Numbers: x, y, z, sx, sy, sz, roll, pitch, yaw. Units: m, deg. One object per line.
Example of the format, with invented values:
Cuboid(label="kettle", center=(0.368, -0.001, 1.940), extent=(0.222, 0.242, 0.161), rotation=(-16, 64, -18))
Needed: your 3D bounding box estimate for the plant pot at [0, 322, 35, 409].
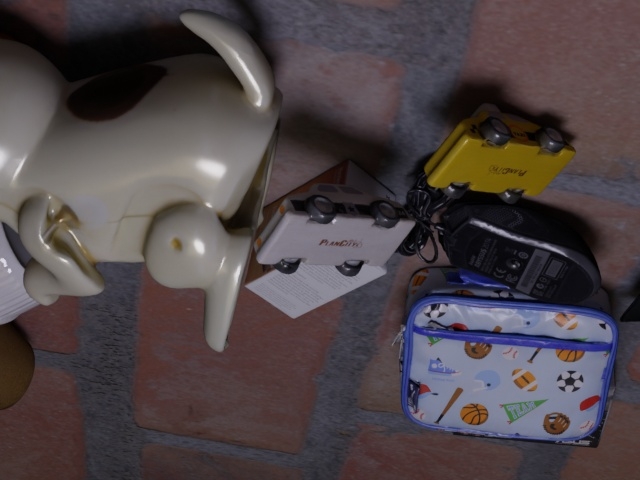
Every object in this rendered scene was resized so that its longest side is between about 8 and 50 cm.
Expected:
Cuboid(label="plant pot", center=(-0.565, 0.167, 1.802), extent=(0.237, 0.237, 0.254), rotation=(-17, 150, 30))

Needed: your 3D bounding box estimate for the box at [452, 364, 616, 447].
Cuboid(label="box", center=(0.321, 0.241, 1.831), extent=(0.231, 0.056, 0.183), rotation=(5, 143, 5))

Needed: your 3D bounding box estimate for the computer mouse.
Cuboid(label="computer mouse", center=(0.233, -0.009, 1.525), extent=(0.272, 0.072, 0.188), rotation=(24, 144, 1))

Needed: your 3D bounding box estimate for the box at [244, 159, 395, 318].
Cuboid(label="box", center=(0.000, 0.000, 1.524), extent=(0.091, 0.130, 0.170), rotation=(36, 134, -29))

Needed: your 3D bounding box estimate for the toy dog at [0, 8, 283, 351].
Cuboid(label="toy dog", center=(-0.263, -0.090, 1.344), extent=(0.407, 0.285, 0.395), rotation=(12, 142, -1))

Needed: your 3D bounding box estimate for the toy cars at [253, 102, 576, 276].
Cuboid(label="toy cars", center=(0.101, -0.066, 1.368), extent=(0.393, 0.087, 0.176), rotation=(-24, 148, -6))

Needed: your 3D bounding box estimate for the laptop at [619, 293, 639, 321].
Cuboid(label="laptop", center=(0.561, 0.088, 1.515), extent=(0.264, 0.137, 0.234), rotation=(0, 145, -18))

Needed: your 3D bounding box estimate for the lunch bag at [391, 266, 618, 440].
Cuboid(label="lunch bag", center=(0.248, 0.152, 1.653), extent=(0.303, 0.115, 0.243), rotation=(5, 122, 2))

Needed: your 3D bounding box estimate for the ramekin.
Cuboid(label="ramekin", center=(-0.410, -0.001, 1.552), extent=(0.109, 0.207, 0.207), rotation=(-19, 135, 18))
